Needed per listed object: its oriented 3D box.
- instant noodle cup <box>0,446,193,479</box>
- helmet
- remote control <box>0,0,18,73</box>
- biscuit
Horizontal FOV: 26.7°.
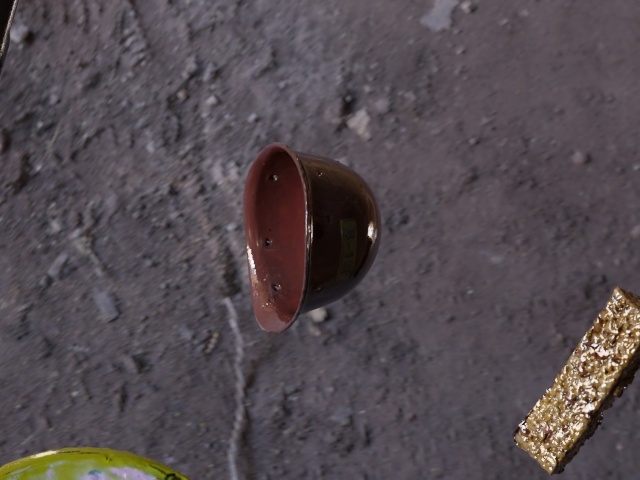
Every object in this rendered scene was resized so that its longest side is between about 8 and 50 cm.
[{"bbox_3d":[-0.219,0.376,1.170,0.325,0.254,0.326,12,54,-18],"label":"instant noodle cup"},{"bbox_3d":[0.000,0.000,1.234,0.106,0.155,0.175,2,100,-25],"label":"helmet"},{"bbox_3d":[-0.366,-0.207,0.873,0.398,0.062,0.145,15,90,-42],"label":"remote control"},{"bbox_3d":[0.263,0.141,1.327,0.064,0.199,0.034,43,23,30],"label":"biscuit"}]
